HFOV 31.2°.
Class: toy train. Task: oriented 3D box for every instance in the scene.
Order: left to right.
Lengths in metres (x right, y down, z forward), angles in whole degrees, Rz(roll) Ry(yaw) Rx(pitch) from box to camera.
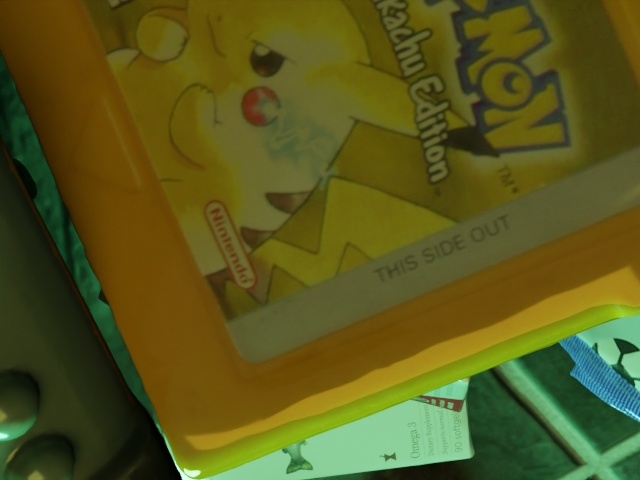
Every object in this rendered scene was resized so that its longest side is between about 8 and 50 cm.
[{"bbox_3d":[-0.159,0.031,0.477,0.142,0.190,0.334,-34,133,-21],"label":"toy train"}]

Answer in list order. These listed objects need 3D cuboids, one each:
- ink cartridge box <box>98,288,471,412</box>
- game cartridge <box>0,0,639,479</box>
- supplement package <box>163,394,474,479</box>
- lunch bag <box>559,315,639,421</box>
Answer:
[{"bbox_3d":[0.000,0.000,0.575,0.176,0.128,0.127,13,78,9],"label":"ink cartridge box"},{"bbox_3d":[0.038,-0.090,0.454,0.324,0.053,0.285,-23,91,13],"label":"game cartridge"},{"bbox_3d":[-0.005,0.073,0.697,0.179,0.105,0.105,-8,123,3],"label":"supplement package"},{"bbox_3d":[0.359,0.004,0.607,0.386,0.239,0.327,24,118,3],"label":"lunch bag"}]
